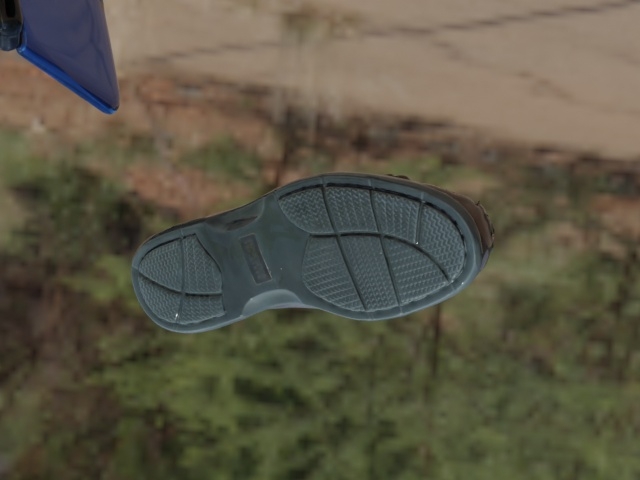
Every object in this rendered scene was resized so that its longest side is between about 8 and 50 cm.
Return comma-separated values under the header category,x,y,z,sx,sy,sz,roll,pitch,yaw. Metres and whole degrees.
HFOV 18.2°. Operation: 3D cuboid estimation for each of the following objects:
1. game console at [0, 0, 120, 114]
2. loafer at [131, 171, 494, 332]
category,x,y,z,sx,sy,sz,roll,pitch,yaw
game console,-0.299,-0.243,1.568,0.250,0.293,0.173,-8,155,-10
loafer,0.000,0.000,1.274,0.267,0.096,0.084,-8,-168,35
